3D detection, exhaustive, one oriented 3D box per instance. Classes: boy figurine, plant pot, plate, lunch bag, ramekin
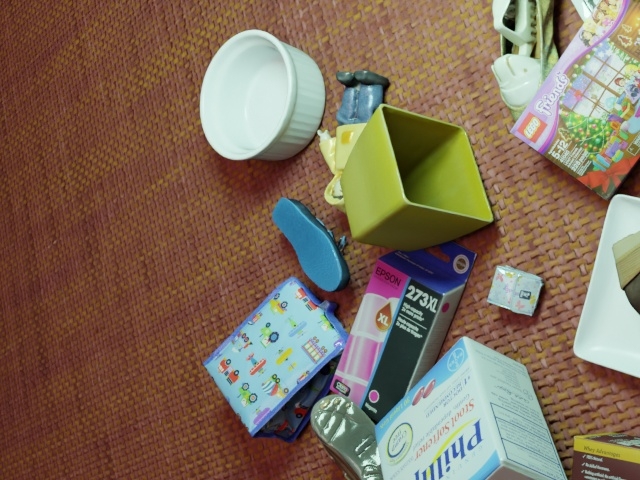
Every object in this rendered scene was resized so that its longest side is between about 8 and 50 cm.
[{"bbox_3d":[0.060,-0.193,2.046,0.177,0.092,0.285,8,88,40],"label":"boy figurine"},{"bbox_3d":[0.154,-0.092,1.863,0.187,0.212,0.212,-41,51,41],"label":"plant pot"},{"bbox_3d":[0.554,0.089,1.593,0.277,0.045,0.277,18,97,42],"label":"plate"},{"bbox_3d":[-0.070,0.232,2.103,0.293,0.138,0.221,-52,51,14],"label":"lunch bag"},{"bbox_3d":[0.343,0.087,1.782,0.083,0.053,0.071,21,101,32],"label":"lunch bag"},{"bbox_3d":[-0.119,-0.302,2.190,0.277,0.135,0.277,-5,82,42],"label":"ramekin"}]

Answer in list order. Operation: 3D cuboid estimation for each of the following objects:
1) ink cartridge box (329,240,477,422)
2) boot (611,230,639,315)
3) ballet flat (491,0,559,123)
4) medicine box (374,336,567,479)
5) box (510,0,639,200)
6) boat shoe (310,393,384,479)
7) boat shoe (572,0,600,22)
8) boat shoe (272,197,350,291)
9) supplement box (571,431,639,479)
[{"bbox_3d":[0.154,0.160,1.941,0.176,0.069,0.370,29,102,40],"label":"ink cartridge box"},{"bbox_3d":[0.549,0.056,1.492,0.248,0.090,0.206,-44,64,56],"label":"boot"},{"bbox_3d":[0.351,-0.339,1.778,0.123,0.123,0.348,-4,82,42],"label":"ballet flat"},{"bbox_3d":[0.240,0.361,1.703,0.263,0.149,0.289,-50,26,26],"label":"medicine box"},{"bbox_3d":[0.474,-0.240,1.651,0.201,0.057,0.293,38,112,16],"label":"box"},{"bbox_3d":[0.107,0.430,1.925,0.324,0.123,0.116,49,162,20],"label":"boat shoe"},{"bbox_3d":[0.449,-0.454,1.736,0.070,0.078,0.219,-39,69,33],"label":"boat shoe"},{"bbox_3d":[0.000,0.000,2.082,0.109,0.089,0.258,-48,53,26],"label":"boat shoe"},{"bbox_3d":[0.494,0.407,1.554,0.191,0.129,0.194,3,87,43],"label":"supplement box"}]
